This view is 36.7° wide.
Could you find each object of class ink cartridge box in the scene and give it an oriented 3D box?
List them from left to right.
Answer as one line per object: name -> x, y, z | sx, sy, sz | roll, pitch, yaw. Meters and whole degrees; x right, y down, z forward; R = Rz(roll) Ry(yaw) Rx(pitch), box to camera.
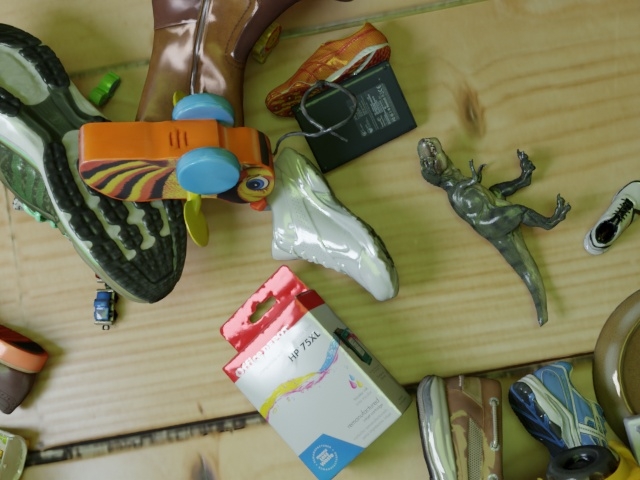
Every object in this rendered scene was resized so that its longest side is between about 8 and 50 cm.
ink cartridge box -> -0.019, 0.155, 1.152 | 0.134, 0.078, 0.231 | -45, 82, 14

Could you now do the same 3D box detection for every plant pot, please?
plant pot -> 0.449, 0.160, 1.154 | 0.236, 0.032, 0.237 | 0, 83, 4

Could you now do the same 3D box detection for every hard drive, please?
hard drive -> 0.042, -0.155, 1.212 | 0.135, 0.022, 0.094 | -27, 110, 0

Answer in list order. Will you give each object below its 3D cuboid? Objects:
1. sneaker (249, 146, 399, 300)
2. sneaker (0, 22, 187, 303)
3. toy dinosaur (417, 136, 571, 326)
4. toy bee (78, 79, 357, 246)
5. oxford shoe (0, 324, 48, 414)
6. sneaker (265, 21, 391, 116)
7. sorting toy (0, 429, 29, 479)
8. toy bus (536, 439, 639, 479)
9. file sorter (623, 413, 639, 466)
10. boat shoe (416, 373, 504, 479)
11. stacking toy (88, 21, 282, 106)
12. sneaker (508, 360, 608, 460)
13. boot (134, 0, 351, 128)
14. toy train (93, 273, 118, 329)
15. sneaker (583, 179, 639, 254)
sneaker -> 0.000, 0.000, 1.191 | 0.115, 0.090, 0.232 | -43, 72, 5
sneaker -> -0.318, -0.076, 1.191 | 0.158, 0.182, 0.410 | -31, 76, -37
toy dinosaur -> 0.233, -0.037, 1.185 | 0.118, 0.064, 0.268 | -38, 83, 5
toy bee -> -0.116, -0.077, 1.101 | 0.298, 0.162, 0.195 | 10, 61, 9
oxford shoe -> -0.481, 0.126, 1.201 | 0.271, 0.097, 0.098 | 26, 91, 7
sneaker -> 0.006, -0.215, 1.233 | 0.175, 0.064, 0.067 | -29, 58, -2
sorting toy -> -0.409, 0.267, 1.203 | 0.075, 0.045, 0.083 | 17, 95, 19
toy bus -> 0.276, 0.327, 0.973 | 0.220, 0.211, 0.150 | -22, 101, -9
file sorter -> 0.478, 0.319, 1.040 | 0.192, 0.173, 0.278 | -15, 91, 3
boat shoe -> 0.188, 0.312, 1.111 | 0.116, 0.123, 0.325 | -8, 83, 1
stacking toy -> -0.177, -0.227, 1.244 | 0.167, 0.052, 0.221 | 33, 87, 8
sneaker -> 0.311, 0.237, 1.130 | 0.081, 0.080, 0.211 | -34, 94, -24
boot -> -0.092, -0.217, 1.170 | 0.264, 0.096, 0.281 | 8, 95, 0
toy train -> -0.271, 0.034, 1.223 | 0.027, 0.036, 0.158 | -1, 83, 4
sneaker -> 0.367, -0.029, 1.180 | 0.040, 0.044, 0.109 | 36, 85, 10
